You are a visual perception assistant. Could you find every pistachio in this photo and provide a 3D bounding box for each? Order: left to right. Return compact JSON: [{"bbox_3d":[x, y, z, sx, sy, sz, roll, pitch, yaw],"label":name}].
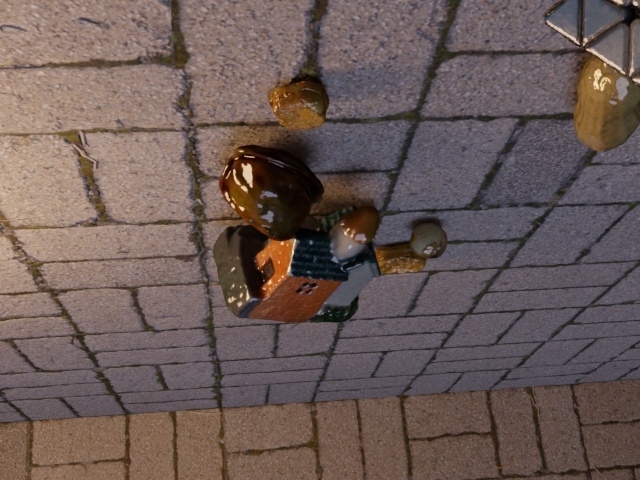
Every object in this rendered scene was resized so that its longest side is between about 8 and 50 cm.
[{"bbox_3d":[-0.079,-0.078,1.280,0.165,0.130,0.210,-5,150,9],"label":"pistachio"}]

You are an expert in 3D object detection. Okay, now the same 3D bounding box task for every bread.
[{"bbox_3d":[-0.027,-0.185,1.139,0.081,0.046,0.083,16,152,-30],"label":"bread"},{"bbox_3d":[0.165,0.038,1.721,0.111,0.044,0.083,-6,156,8],"label":"bread"}]

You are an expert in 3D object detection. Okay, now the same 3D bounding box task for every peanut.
[{"bbox_3d":[0.402,-0.197,1.147,0.099,0.090,0.214,-16,157,7],"label":"peanut"}]

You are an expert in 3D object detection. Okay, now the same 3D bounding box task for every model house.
[{"bbox_3d":[0.000,0.000,1.456,0.272,0.190,0.301,8,143,-34],"label":"model house"}]

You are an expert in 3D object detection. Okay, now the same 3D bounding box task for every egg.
[{"bbox_3d":[0.210,0.001,1.612,0.071,0.071,0.083,-12,169,16],"label":"egg"}]

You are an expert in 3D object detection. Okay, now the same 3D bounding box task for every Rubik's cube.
[{"bbox_3d":[0.359,-0.294,0.950,0.191,0.211,0.178,14,138,16],"label":"Rubik's cube"}]
